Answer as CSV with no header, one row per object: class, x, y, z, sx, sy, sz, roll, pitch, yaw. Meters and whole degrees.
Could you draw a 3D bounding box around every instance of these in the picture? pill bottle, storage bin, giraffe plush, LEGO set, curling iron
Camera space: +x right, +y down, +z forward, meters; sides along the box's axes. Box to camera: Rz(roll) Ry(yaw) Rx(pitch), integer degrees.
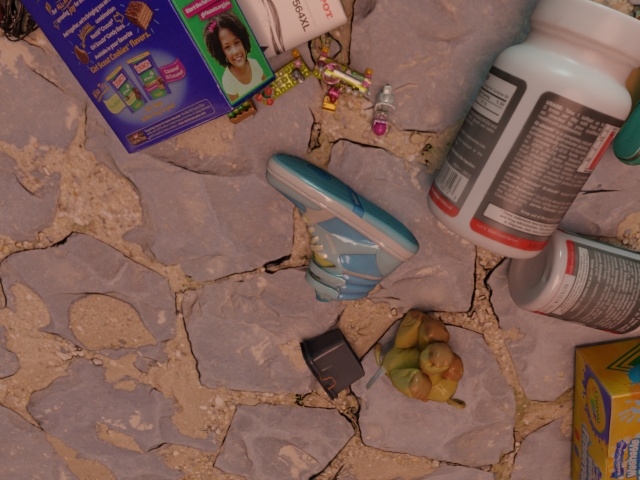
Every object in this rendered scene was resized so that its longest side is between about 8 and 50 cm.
pill bottle,0.516,0.084,0.968,0.283,0.161,0.161,15,116,-8
storage bin,0.030,0.259,1.100,0.091,0.098,0.135,-31,113,3
pill bottle,0.334,-0.171,0.811,0.210,0.210,0.362,19,116,-9
giraffe plush,0.223,0.270,1.071,0.170,0.181,0.210,30,122,-23
LEGO set,-0.020,-0.236,0.834,0.287,0.107,0.132,2,117,-1
curling iron,-0.473,-0.439,0.770,0.068,0.035,0.274,-1,118,-4

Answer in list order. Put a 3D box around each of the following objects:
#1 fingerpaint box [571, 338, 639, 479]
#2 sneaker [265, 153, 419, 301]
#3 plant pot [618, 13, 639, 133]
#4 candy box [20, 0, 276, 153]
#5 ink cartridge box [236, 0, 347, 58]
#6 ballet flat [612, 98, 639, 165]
fingerpaint box,0.769,0.422,1.141,0.371,0.163,0.444,-11,116,4
sneaker,0.000,0.000,0.945,0.319,0.127,0.208,33,111,-15
plant pot,0.572,-0.278,0.856,0.236,0.032,0.236,0,116,0
candy box,-0.257,-0.310,0.731,0.268,0.122,0.317,-8,123,39
ink cartridge box,-0.078,-0.361,0.782,0.203,0.086,0.148,-21,115,12
ballet flat,0.562,-0.233,0.828,0.087,0.083,0.247,5,120,-30
